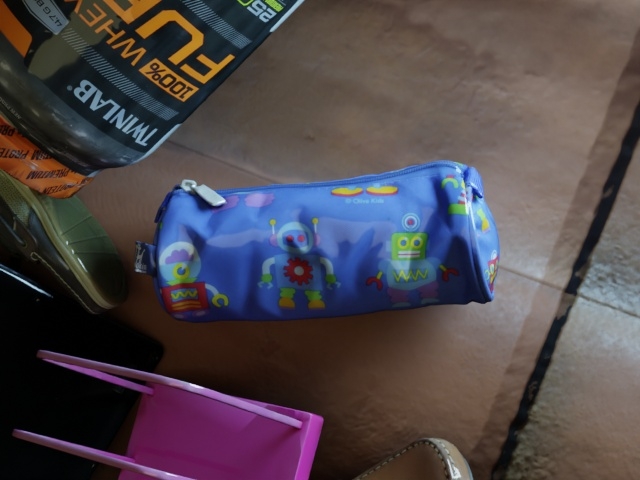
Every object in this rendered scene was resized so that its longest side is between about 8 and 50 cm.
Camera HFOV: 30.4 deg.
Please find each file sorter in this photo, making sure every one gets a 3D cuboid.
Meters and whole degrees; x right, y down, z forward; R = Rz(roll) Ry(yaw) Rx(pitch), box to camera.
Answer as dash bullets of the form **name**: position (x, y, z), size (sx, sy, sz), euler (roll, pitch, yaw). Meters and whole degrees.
- **file sorter**: position (-0.161, 0.252, 0.963), size (0.202, 0.182, 0.290), euler (6, 75, 38)

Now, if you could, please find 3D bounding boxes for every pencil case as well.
- **pencil case**: position (0.000, 0.000, 1.023), size (0.306, 0.119, 0.133), euler (-4, 118, 9)

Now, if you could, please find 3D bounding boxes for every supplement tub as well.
- **supplement tub**: position (-0.153, -0.206, 0.982), size (0.338, 0.207, 0.207), euler (-44, 88, 11)

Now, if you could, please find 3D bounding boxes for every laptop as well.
- **laptop**: position (-0.439, 0.147, 1.137), size (0.408, 0.236, 0.382), euler (30, 92, -24)

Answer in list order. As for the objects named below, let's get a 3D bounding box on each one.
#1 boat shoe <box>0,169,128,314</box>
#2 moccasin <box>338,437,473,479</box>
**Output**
- **boat shoe**: position (-0.264, -0.017, 1.090), size (0.073, 0.080, 0.223), euler (-38, 84, 17)
- **moccasin**: position (-0.031, 0.295, 1.045), size (0.380, 0.139, 0.147), euler (-33, 130, 17)
